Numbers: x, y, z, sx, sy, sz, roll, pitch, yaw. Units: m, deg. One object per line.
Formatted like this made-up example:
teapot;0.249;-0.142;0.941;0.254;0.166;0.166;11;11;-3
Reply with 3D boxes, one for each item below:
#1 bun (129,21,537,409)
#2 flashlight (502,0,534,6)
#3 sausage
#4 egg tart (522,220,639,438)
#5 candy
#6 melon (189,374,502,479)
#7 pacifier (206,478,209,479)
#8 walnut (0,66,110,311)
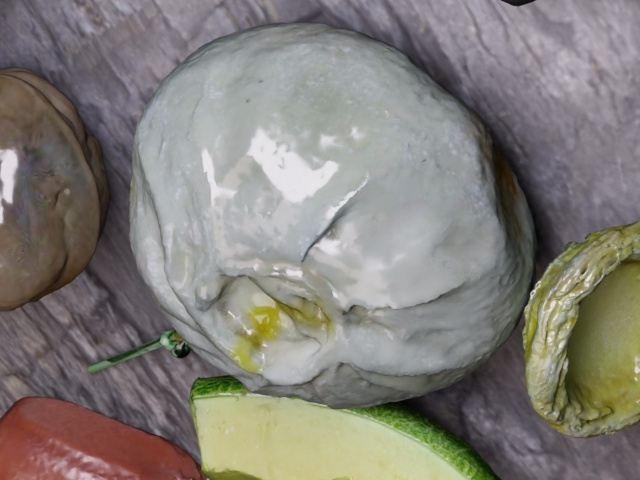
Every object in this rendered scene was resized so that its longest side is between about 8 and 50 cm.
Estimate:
bun;0.000;0.000;1.317;0.361;0.211;0.362;9;127;12
flashlight;0.289;-0.269;1.080;0.424;0.103;0.103;-17;111;35
sausage;-0.243;0.254;1.680;0.254;0.148;0.148;27;129;9
egg tart;0.228;0.066;1.297;0.078;0.197;0.197;31;138;48
candy;-0.151;0.099;1.580;0.287;0.084;0.078;-24;111;45
melon;0.044;0.201;1.474;0.323;0.124;0.196;9;166;15
pacifier;-0.041;0.270;1.627;0.150;0.127;0.116;30;169;28
walnut;-0.292;-0.044;1.464;0.224;0.224;0.224;14;126;20
